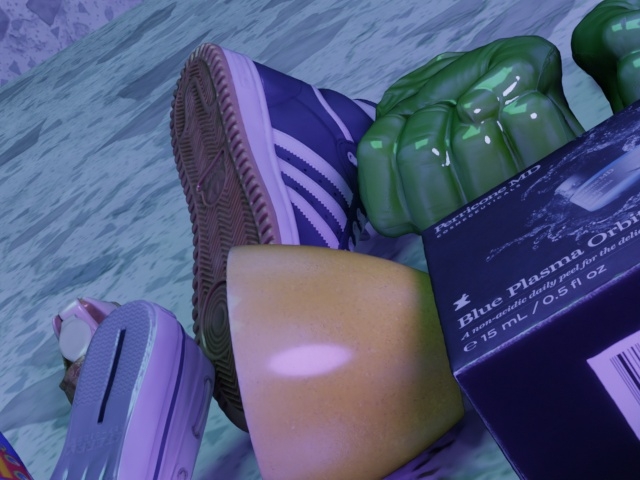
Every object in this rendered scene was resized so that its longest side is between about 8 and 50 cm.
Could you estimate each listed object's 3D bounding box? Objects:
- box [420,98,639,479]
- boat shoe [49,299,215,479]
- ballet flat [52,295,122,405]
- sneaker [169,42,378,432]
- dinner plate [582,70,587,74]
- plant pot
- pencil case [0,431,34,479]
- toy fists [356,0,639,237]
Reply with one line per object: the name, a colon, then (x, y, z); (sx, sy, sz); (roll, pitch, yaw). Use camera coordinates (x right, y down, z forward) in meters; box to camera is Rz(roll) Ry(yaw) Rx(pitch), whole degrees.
box: (0.134, 0.018, 0.589); (0.156, 0.093, 0.158); (-32, 17, 10)
boat shoe: (-0.099, 0.141, 0.721); (0.083, 0.076, 0.226); (-10, 52, 41)
ballet flat: (-0.159, 0.074, 1.001); (0.073, 0.067, 0.206); (-38, 18, -5)
sneaker: (0.000, 0.000, 0.867); (0.099, 0.153, 0.282); (-49, 40, 38)
dinner plate: (0.240, -0.147, 0.934); (0.141, 0.017, 0.141); (-30, 19, 12)
plant pot: (0.017, 0.059, 0.667); (0.095, 0.134, 0.134); (-12, 21, 4)
pencil case: (-0.181, 0.156, 0.629); (0.306, 0.119, 0.133); (37, 104, 51)
toy fists: (0.148, -0.083, 0.779); (0.279, 0.096, 0.142); (-21, 26, 9)
